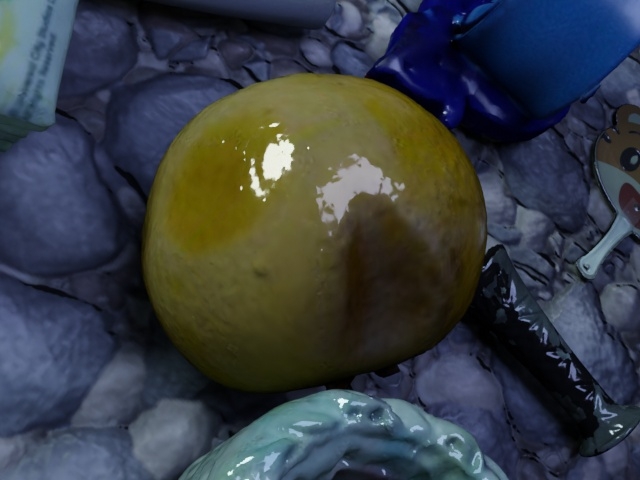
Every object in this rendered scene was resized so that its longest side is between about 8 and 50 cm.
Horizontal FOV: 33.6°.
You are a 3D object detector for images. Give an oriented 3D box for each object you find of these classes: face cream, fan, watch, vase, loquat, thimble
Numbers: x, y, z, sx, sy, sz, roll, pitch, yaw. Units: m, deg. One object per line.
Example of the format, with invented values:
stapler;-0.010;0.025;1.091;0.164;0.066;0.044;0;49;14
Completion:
face cream;-0.086;-0.202;0.779;0.198;0.057;0.084;6;56;-27
fan;0.282;-0.026;0.950;0.152;0.008;0.226;50;51;-2
watch;0.175;-0.176;0.839;0.171;0.200;0.196;38;49;-15
vase;0.166;0.083;0.793;0.167;0.059;0.059;49;52;-2
loquat;-0.002;0.001;0.643;0.213;0.213;0.213;14;61;-26
thimble;0.013;0.185;0.591;0.211;0.149;0.185;-5;68;-33

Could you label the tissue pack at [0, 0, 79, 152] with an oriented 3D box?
tissue pack;-0.310;-0.230;0.563;0.388;0.162;0.287;21;63;-30
